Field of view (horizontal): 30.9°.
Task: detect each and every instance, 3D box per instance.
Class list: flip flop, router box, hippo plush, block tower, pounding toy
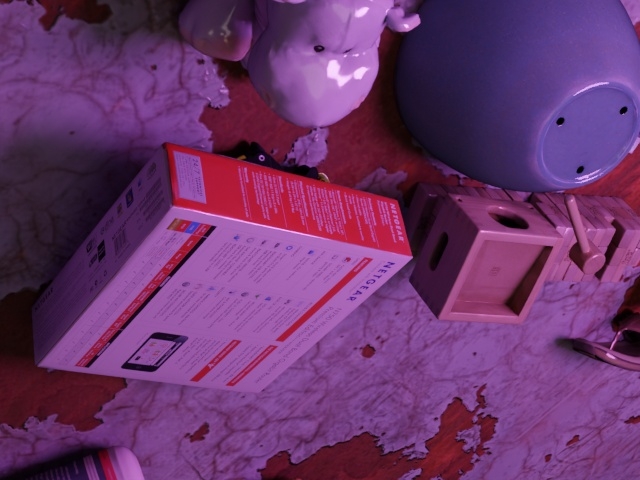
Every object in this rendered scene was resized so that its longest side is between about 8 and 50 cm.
[{"bbox_3d":[0.502,0.148,1.765,0.277,0.112,0.080,-1,99,-23],"label":"flip flop"},{"bbox_3d":[-0.118,0.050,1.302,0.301,0.082,0.335,13,140,-34],"label":"router box"},{"bbox_3d":[0.016,-0.236,1.122,0.234,0.236,0.294,3,123,-28],"label":"hippo plush"},{"bbox_3d":[0.274,-0.007,1.527,0.336,0.097,0.091,3,122,-27],"label":"block tower"},{"bbox_3d":[0.237,0.001,1.389,0.206,0.094,0.181,5,121,-30],"label":"pounding toy"}]

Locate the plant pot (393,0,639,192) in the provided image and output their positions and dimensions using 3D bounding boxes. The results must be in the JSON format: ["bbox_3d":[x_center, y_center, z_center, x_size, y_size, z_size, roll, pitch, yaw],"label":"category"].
[{"bbox_3d":[0.256,-0.168,1.325,0.290,0.195,0.290,-14,129,-17],"label":"plant pot"}]

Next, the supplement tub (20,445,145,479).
[{"bbox_3d":[-0.338,0.387,1.454,0.272,0.191,0.191,-18,131,-13],"label":"supplement tub"}]

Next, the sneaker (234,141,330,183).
[{"bbox_3d":[-0.100,-0.067,1.322,0.235,0.084,0.097,9,91,-30],"label":"sneaker"}]

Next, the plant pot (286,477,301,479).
[{"bbox_3d":[-0.099,0.458,1.642,0.188,0.205,0.205,-13,131,3],"label":"plant pot"}]

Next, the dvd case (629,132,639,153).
[{"bbox_3d":[0.391,-0.166,1.518,0.119,0.013,0.087,17,116,-34],"label":"dvd case"}]
